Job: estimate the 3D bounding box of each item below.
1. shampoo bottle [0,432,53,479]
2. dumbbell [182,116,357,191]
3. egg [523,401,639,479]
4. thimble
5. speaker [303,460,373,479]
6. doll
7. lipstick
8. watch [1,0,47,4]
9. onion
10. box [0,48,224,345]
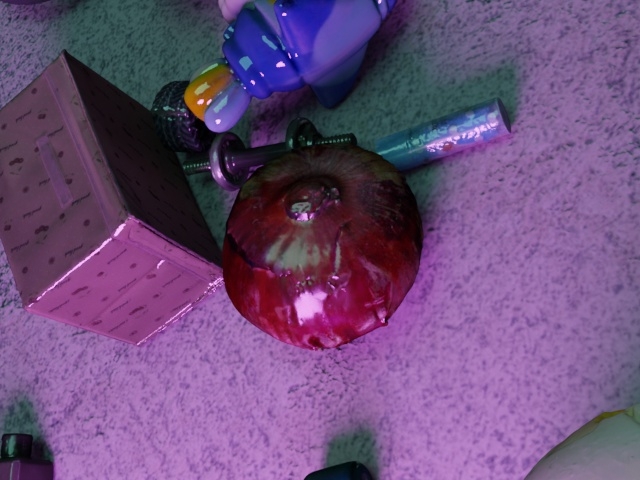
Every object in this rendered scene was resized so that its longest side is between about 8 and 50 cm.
[{"bbox_3d":[-0.410,0.380,1.201,0.079,0.080,0.246,-10,69,24],"label":"shampoo bottle"},{"bbox_3d":[-0.071,-0.111,1.180,0.254,0.081,0.082,-7,70,27],"label":"dumbbell"},{"bbox_3d":[0.277,0.292,0.743,0.345,0.283,0.283,-49,57,20],"label":"egg"},{"bbox_3d":[-0.181,-0.171,1.255,0.066,0.104,0.095,2,115,20],"label":"thimble"},{"bbox_3d":[0.022,0.297,1.005,0.075,0.060,0.094,-22,65,22],"label":"speaker"},{"bbox_3d":[-0.030,-0.312,1.185,0.376,0.187,0.366,-25,52,38],"label":"doll"},{"bbox_3d":[0.145,-0.123,1.087,0.158,0.048,0.048,-18,66,22],"label":"lipstick"},{"bbox_3d":[-0.481,-0.572,1.471,0.326,0.314,0.335,26,76,20],"label":"watch"},{"bbox_3d":[0.000,0.000,1.042,0.246,0.190,0.246,-8,57,12],"label":"onion"},{"bbox_3d":[-0.289,-0.048,1.193,0.190,0.225,0.297,-36,59,13],"label":"box"}]
